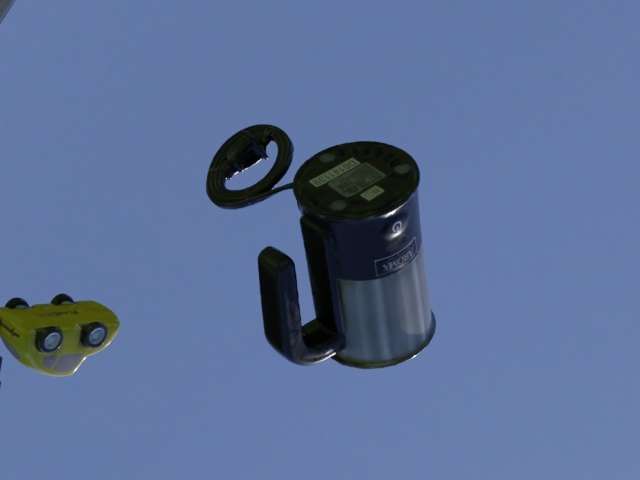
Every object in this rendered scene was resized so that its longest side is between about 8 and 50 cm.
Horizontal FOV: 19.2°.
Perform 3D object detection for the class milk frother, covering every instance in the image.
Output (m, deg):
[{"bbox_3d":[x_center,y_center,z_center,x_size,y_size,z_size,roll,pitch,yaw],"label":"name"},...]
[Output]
[{"bbox_3d":[0.000,0.000,1.285,0.129,0.135,0.143,-18,-141,-12],"label":"milk frother"}]

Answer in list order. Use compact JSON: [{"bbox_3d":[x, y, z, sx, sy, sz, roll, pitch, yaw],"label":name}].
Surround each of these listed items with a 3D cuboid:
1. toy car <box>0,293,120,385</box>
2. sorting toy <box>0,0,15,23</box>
[{"bbox_3d":[-0.272,0.090,1.417,0.225,0.239,0.053,-104,-154,-68],"label":"toy car"},{"bbox_3d":[-0.204,-0.099,0.633,0.193,0.038,0.208,21,-134,2],"label":"sorting toy"}]
